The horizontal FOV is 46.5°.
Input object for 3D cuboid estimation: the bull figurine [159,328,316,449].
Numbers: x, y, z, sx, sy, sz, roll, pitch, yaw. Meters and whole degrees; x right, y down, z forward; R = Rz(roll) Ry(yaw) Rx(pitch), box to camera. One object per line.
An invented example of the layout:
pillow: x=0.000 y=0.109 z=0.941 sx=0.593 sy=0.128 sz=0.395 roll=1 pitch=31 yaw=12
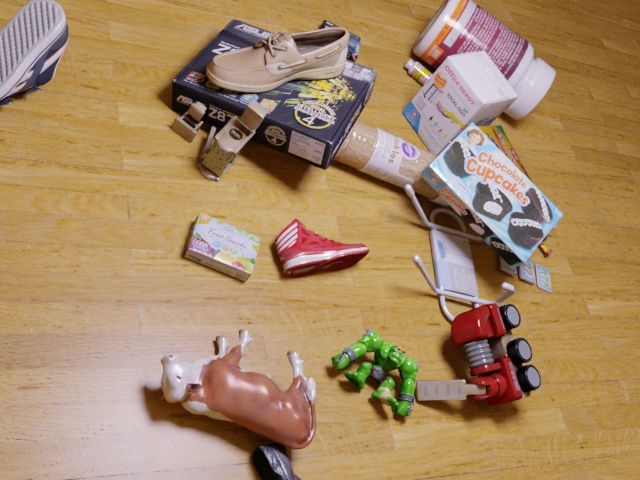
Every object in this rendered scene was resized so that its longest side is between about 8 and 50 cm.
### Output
bull figurine: x=-0.143 y=0.266 z=1.358 sx=0.310 sy=0.101 sz=0.188 roll=30 pitch=46 yaw=-10

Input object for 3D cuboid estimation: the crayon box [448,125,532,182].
crayon box: x=0.461 y=-0.202 z=1.988 sx=0.202 sy=0.081 sz=0.318 roll=63 pitch=28 yaw=4

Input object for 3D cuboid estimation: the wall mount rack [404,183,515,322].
wall mount rack: x=0.312 y=0.021 z=1.798 sx=0.304 sy=0.130 sz=0.350 roll=15 pitch=51 yaw=-23

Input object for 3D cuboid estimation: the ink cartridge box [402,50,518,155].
ink cartridge box: x=0.382 y=-0.379 z=2.055 sx=0.168 sy=0.233 sz=0.171 roll=-20 pitch=70 yaw=-40

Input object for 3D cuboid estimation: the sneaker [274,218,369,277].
sneaker: x=0.000 y=0.000 z=1.649 sx=0.221 sy=0.087 sz=0.128 roll=-7 pitch=64 yaw=-37

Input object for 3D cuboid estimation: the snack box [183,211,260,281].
snack box: x=-0.203 y=0.013 z=1.543 sx=0.141 sy=0.037 sz=0.100 roll=23 pitch=48 yaw=-16

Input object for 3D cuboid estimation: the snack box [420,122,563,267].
snack box: x=0.417 y=-0.112 z=1.807 sx=0.322 sy=0.060 sz=0.187 roll=45 pitch=64 yaw=0

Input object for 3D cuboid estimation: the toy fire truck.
toy fire truck: x=0.329 y=0.262 z=1.630 sx=0.246 sy=0.158 sz=0.217 roll=-2 pitch=72 yaw=-43

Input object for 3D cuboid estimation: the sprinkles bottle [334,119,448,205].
sprinkles bottle: x=0.192 y=-0.200 z=1.887 sx=0.355 sy=0.121 sz=0.121 roll=20 pitch=50 yaw=-19

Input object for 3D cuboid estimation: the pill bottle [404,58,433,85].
pill bottle: x=0.291 y=-0.501 z=2.215 sx=0.083 sy=0.043 sz=0.043 roll=40 pitch=47 yaw=-1

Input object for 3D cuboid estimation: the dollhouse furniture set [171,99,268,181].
dollhouse furniture set: x=-0.234 y=-0.247 z=1.609 sx=0.161 sy=0.182 sz=0.101 roll=37 pitch=47 yaw=-4

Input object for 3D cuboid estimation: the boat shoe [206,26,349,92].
boat shoe: x=-0.094 y=-0.421 z=1.676 sx=0.341 sy=0.110 sz=0.122 roll=-16 pitch=54 yaw=-25

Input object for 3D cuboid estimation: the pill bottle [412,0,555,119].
pill bottle: x=0.497 y=-0.552 z=2.259 sx=0.392 sy=0.224 sz=0.224 roll=34 pitch=47 yaw=-6

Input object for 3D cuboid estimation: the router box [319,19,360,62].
router box: x=0.051 y=-0.561 z=2.110 sx=0.122 sy=0.038 sz=0.092 roll=23 pitch=49 yaw=-17

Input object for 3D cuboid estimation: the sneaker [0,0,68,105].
sneaker: x=-0.624 y=-0.334 z=1.480 sx=0.126 sy=0.127 sz=0.321 roll=41 pitch=71 yaw=8

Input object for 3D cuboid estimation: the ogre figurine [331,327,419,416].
ogre figurine: x=0.125 y=0.264 z=1.540 sx=0.197 sy=0.097 sz=0.118 roll=28 pitch=64 yaw=8

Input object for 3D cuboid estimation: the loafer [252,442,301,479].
loafer: x=-0.056 y=0.436 z=1.321 sx=0.061 sy=0.062 sz=0.170 roll=-10 pitch=66 yaw=-42

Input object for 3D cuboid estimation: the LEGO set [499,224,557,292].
LEGO set: x=0.563 y=0.003 z=2.021 sx=0.182 sy=0.060 sz=0.244 roll=24 pitch=49 yaw=-21

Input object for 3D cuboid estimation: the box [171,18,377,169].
box: x=-0.102 y=-0.353 z=1.754 sx=0.395 sy=0.097 sz=0.318 roll=23 pitch=46 yaw=8
